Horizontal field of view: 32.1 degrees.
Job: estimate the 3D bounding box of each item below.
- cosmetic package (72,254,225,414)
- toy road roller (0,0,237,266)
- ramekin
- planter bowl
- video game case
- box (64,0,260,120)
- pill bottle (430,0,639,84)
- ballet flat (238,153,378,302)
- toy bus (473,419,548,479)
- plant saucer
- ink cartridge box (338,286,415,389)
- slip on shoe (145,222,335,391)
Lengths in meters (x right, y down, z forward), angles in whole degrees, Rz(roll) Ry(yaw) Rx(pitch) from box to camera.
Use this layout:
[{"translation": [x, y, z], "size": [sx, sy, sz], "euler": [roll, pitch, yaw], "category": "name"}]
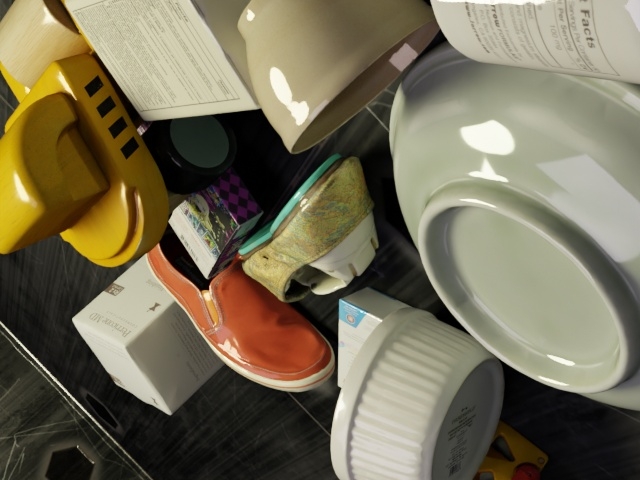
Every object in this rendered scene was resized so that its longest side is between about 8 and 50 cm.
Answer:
[{"translation": [-0.233, 0.129, 1.657], "size": [0.151, 0.184, 0.151], "euler": [17, 142, 46], "category": "cosmetic package"}, {"translation": [-0.272, -0.127, 1.186], "size": [0.202, 0.241, 0.329], "euler": [-35, 84, 47], "category": "toy road roller"}, {"translation": [0.112, 0.183, 1.185], "size": [0.109, 0.207, 0.207], "euler": [18, 144, 29], "category": "ramekin"}, {"translation": [0.002, -0.162, 0.888], "size": [0.109, 0.162, 0.162], "euler": [48, 155, 4], "category": "planter bowl"}, {"translation": [-0.169, -0.084, 1.361], "size": [0.232, 0.042, 0.210], "euler": [56, 156, 8], "category": "video game case"}, {"translation": [-0.110, -0.209, 1.031], "size": [0.232, 0.127, 0.148], "euler": [4, 132, 55], "category": "box"}, {"translation": [0.185, -0.156, 0.639], "size": [0.229, 0.131, 0.131], "euler": [19, 143, 46], "category": "pill bottle"}, {"translation": [0.000, 0.000, 1.187], "size": [0.123, 0.123, 0.348], "euler": [47, 161, -2], "category": "ballet flat"}, {"translation": [0.170, 0.303, 1.285], "size": [0.104, 0.191, 0.202], "euler": [37, -163, 21], "category": "toy bus"}, {"translation": [0.192, 0.018, 0.927], "size": [0.400, 0.100, 0.400], "euler": [36, 152, 22], "category": "plant saucer"}, {"translation": [0.068, 0.128, 1.293], "size": [0.088, 0.052, 0.122], "euler": [25, 124, 40], "category": "ink cartridge box"}, {"translation": [-0.114, 0.079, 1.487], "size": [0.331, 0.123, 0.101], "euler": [41, 151, 22], "category": "slip on shoe"}]
